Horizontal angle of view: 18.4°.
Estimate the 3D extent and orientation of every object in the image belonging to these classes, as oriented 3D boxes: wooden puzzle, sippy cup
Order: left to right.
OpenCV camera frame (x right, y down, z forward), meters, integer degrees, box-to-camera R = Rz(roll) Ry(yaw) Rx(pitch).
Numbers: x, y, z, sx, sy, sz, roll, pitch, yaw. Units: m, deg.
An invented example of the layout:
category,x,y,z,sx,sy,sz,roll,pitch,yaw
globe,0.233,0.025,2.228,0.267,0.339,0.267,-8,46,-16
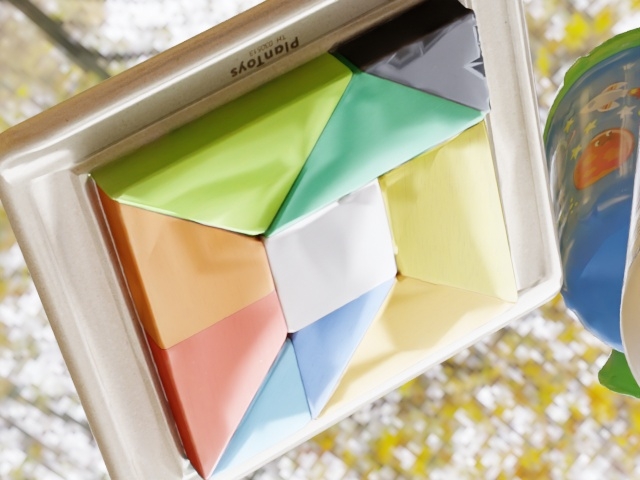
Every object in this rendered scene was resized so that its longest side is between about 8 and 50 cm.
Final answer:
category,x,y,z,sx,sy,sz,roll,pitch,yaw
wooden puzzle,0.000,0.000,0.777,0.221,0.239,0.044,-29,-132,-16
sippy cup,0.281,-0.024,1.572,0.240,0.305,0.224,-20,-156,24

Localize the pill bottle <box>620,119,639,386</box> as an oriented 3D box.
category,x,y,z,sx,sy,sz,roll,pitch,yaw
pill bottle,0.273,0.003,1.169,0.181,0.181,0.323,-30,-156,29
